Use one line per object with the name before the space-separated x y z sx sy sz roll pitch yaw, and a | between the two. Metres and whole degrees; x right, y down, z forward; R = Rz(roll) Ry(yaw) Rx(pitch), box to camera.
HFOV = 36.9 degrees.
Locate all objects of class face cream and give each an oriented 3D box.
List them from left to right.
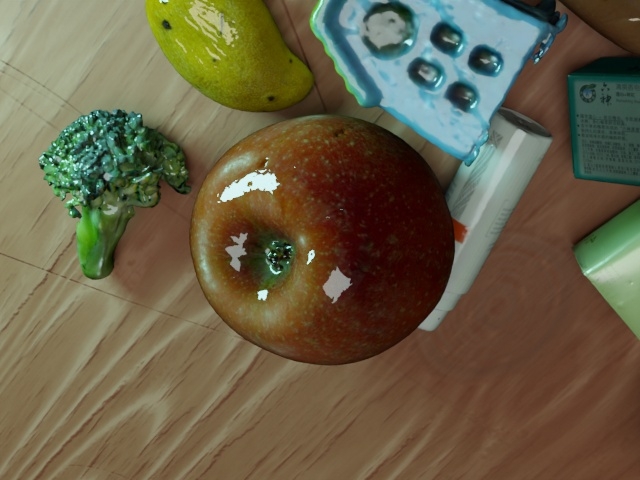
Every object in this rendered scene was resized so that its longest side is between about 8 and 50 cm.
face cream | 0.209 -0.020 1.382 0.102 0.102 0.346 25 112 -4

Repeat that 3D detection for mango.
mango | -0.126 -0.270 1.309 0.262 0.109 0.157 41 107 -13

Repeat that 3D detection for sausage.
sausage | 0.332 -0.347 1.188 0.304 0.121 0.121 30 113 -23

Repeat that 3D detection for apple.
apple | 0.000 0.000 1.294 0.348 0.277 0.349 4 99 29

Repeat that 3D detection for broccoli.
broccoli | -0.293 -0.075 1.419 0.198 0.177 0.275 -28 144 -18

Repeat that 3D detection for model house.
model house | 0.121 -0.266 1.219 0.303 0.237 0.216 26 112 -3

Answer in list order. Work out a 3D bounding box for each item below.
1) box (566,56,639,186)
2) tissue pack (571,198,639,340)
box | 0.450 -0.151 1.237 0.244 0.092 0.153 14 122 44
tissue pack | 0.500 0.015 1.350 0.234 0.125 0.159 -37 104 18
